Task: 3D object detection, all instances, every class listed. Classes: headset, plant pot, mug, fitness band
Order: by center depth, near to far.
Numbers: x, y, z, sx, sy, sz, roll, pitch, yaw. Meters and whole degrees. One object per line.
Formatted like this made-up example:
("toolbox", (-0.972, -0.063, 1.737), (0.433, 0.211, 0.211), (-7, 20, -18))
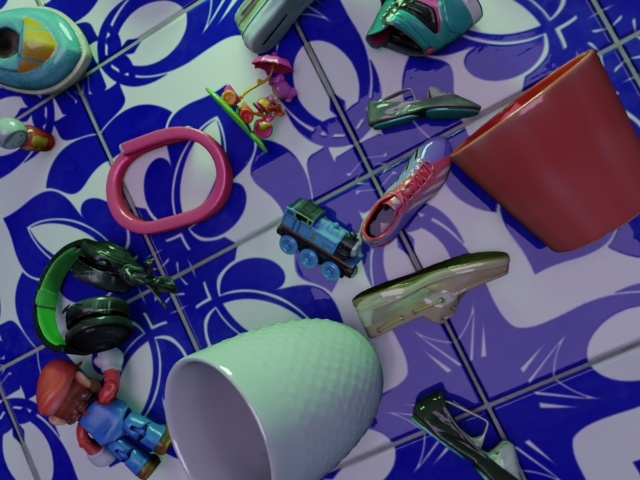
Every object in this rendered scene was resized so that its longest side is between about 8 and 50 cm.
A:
("plant pot", (0.396, -0.131, 0.953), (0.275, 0.275, 0.243), (-38, 92, 11))
("mug", (-0.083, 0.294, 1.034), (0.374, 0.328, 0.276), (-32, 79, 44))
("headset", (-0.459, 0.104, 1.165), (0.394, 0.185, 0.243), (-7, 71, 27))
("fitness band", (-0.325, -0.126, 1.220), (0.291, 0.054, 0.209), (-15, 87, 14))

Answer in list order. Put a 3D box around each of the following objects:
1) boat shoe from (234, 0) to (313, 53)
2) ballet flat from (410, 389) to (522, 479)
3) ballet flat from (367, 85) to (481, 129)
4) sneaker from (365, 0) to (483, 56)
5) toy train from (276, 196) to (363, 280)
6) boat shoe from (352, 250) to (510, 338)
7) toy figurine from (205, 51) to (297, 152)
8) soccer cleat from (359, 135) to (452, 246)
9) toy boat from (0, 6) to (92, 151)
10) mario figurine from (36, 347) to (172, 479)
("boat shoe", (-0.060, -0.498, 1.109), (0.302, 0.109, 0.094), (-40, 76, 23))
("ballet flat", (0.295, 0.385, 1.059), (0.280, 0.095, 0.096), (42, 87, 10))
("ballet flat", (0.191, -0.258, 1.087), (0.213, 0.072, 0.068), (-6, 85, 14))
("sneaker", (0.134, -0.453, 1.077), (0.178, 0.124, 0.295), (-45, 82, 0))
("toy train", (0.000, 0.000, 1.117), (0.184, 0.080, 0.105), (32, 124, 12))
("boat shoe", (0.210, 0.102, 1.071), (0.302, 0.109, 0.098), (-21, 91, 18))
("toy figurine", (-0.111, -0.290, 1.149), (0.159, 0.130, 0.173), (-43, 103, 1))
("soccer cleat", (0.162, -0.090, 1.082), (0.083, 0.095, 0.248), (40, 99, 10))
("toy boat", (-0.631, -0.349, 1.242), (0.268, 0.148, 0.318), (3, 91, 13))
("mario figurine", (-0.457, 0.360, 1.243), (0.321, 0.170, 0.198), (35, 56, 2))
